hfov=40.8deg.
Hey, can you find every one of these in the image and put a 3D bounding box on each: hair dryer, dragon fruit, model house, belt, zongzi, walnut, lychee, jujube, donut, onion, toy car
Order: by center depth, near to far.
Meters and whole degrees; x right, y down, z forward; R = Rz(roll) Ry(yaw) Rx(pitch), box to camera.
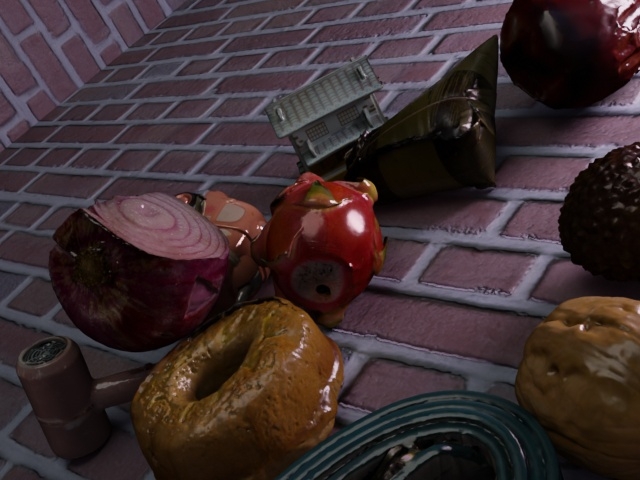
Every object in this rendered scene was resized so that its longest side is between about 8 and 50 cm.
[{"bbox_3d":[0.072,0.347,0.894,0.436,0.173,0.300,-38,35,-14],"label":"belt"},{"bbox_3d":[0.324,0.159,0.956,0.195,0.195,0.221,-40,26,-17],"label":"walnut"},{"bbox_3d":[0.429,-0.039,1.151,0.238,0.200,0.200,-32,23,40],"label":"lychee"},{"bbox_3d":[-0.121,0.228,1.248,0.299,0.150,0.317,-13,35,30],"label":"donut"},{"bbox_3d":[-0.286,0.060,1.345,0.256,0.272,0.230,46,114,40],"label":"onion"},{"bbox_3d":[0.002,0.004,1.403,0.224,0.224,0.227,-15,28,22],"label":"dragon fruit"},{"bbox_3d":[-0.301,0.218,1.406,0.344,0.189,0.107,-16,28,-6],"label":"hair dryer"},{"bbox_3d":[0.486,-0.393,1.562,0.258,0.258,0.376,10,41,46],"label":"jujube"},{"bbox_3d":[-0.186,0.034,1.564,0.212,0.181,0.271,0,41,23],"label":"toy car"},{"bbox_3d":[0.194,-0.226,1.599,0.289,0.154,0.318,-9,51,32],"label":"zongzi"},{"bbox_3d":[0.034,-0.226,1.711,0.224,0.215,0.198,-27,33,4],"label":"model house"}]
